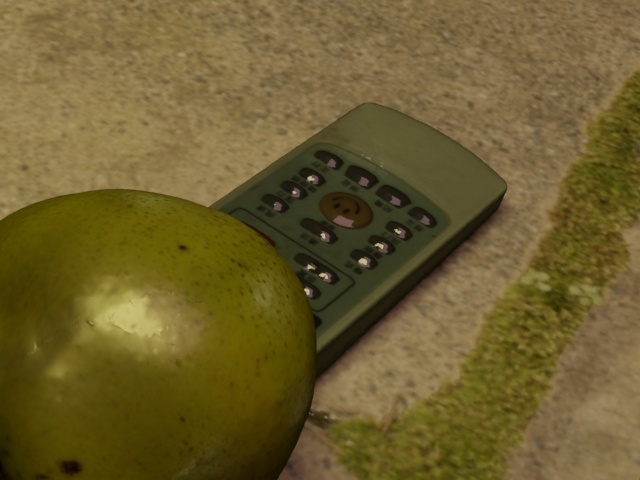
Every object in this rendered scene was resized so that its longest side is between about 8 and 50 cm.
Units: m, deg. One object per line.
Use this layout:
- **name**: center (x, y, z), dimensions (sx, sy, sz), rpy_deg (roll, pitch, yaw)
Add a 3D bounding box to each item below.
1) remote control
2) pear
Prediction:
- **remote control**: center (0.000, 0.000, 0.948), dimensions (0.123, 0.038, 0.285), rpy_deg (35, 44, 19)
- **pear**: center (-0.096, 0.063, 0.740), dimensions (0.198, 0.198, 0.198), rpy_deg (10, 42, -9)
